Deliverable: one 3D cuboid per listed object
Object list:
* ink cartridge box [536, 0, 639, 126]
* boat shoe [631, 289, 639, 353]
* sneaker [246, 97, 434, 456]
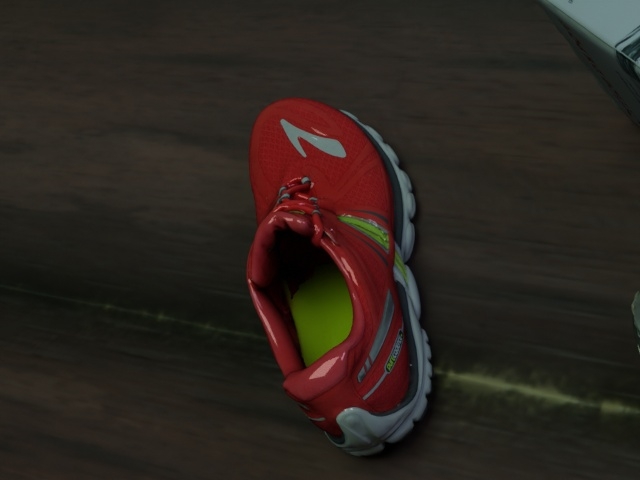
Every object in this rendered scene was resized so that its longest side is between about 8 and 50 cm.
[{"bbox_3d":[0.232,-0.085,0.899,0.087,0.153,0.208,-46,47,3],"label":"ink cartridge box"},{"bbox_3d":[0.261,0.092,0.809,0.109,0.091,0.305,-49,46,1],"label":"boat shoe"},{"bbox_3d":[0.000,0.000,1.041,0.107,0.118,0.279,-30,49,17],"label":"sneaker"}]
